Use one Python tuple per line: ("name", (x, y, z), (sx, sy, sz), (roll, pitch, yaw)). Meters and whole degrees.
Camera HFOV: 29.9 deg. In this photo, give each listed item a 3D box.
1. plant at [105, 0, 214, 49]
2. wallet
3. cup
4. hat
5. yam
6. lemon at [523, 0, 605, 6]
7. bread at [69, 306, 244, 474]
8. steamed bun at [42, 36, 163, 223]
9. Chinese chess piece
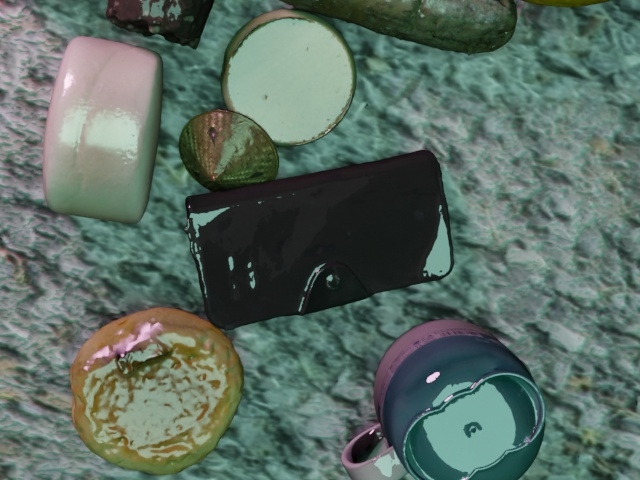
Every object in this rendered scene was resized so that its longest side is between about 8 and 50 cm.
("plant", (-0.185, -0.397, 1.575), (0.146, 0.149, 0.274), (21, 94, -9))
("wallet", (0.000, 0.000, 1.673), (0.378, 0.051, 0.197), (-11, 100, -15))
("cup", (0.162, 0.249, 1.658), (0.290, 0.257, 0.219), (-30, 95, 0))
("hat", (-0.134, -0.100, 1.631), (0.146, 0.067, 0.146), (8, 128, 11))
("yam", (0.111, -0.336, 1.620), (0.330, 0.133, 0.133), (16, 97, -10))
("lemon", (0.326, -0.455, 1.530), (0.336, 0.336, 0.336), (-1, 99, -5))
("bread", (-0.231, 0.204, 1.675), (0.244, 0.134, 0.244), (-1, 95, -6))
("steamed bun", (-0.289, -0.144, 1.597), (0.146, 0.164, 0.241), (8, 99, -5))
("Chinese chess piece", (-0.044, -0.223, 1.651), (0.188, 0.083, 0.188), (-1, 102, -7))
